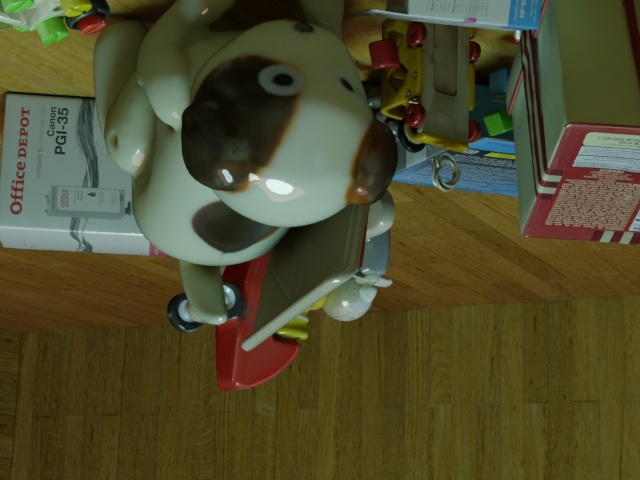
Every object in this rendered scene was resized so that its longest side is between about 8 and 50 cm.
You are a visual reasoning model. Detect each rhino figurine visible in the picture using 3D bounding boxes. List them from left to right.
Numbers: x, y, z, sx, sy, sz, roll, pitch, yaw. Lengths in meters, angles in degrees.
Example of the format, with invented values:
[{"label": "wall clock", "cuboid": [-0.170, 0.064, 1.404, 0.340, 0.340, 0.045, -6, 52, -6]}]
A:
[{"label": "rhino figurine", "cuboid": [0.088, -0.162, 1.760, 0.106, 0.073, 0.243, 3, -168, -19]}]

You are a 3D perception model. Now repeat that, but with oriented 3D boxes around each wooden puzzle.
[{"label": "wooden puzzle", "cuboid": [0.000, 0.000, 1.570, 0.044, 0.238, 0.221, 30, 141, -19]}]

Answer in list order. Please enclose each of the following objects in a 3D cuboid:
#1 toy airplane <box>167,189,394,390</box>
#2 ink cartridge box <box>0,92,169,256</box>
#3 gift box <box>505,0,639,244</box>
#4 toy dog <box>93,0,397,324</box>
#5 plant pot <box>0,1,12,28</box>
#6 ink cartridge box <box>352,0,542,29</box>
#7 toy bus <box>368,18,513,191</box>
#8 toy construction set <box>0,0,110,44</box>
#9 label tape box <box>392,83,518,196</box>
[{"label": "toy airplane", "cuboid": [-0.031, 0.014, 2.032, 0.272, 0.384, 0.386, 31, -161, -21]}, {"label": "ink cartridge box", "cuboid": [-0.320, -0.091, 1.958, 0.283, 0.207, 0.117, 3, 166, -8]}, {"label": "gift box", "cuboid": [0.351, -0.170, 1.475, 0.255, 0.258, 0.276, 5, 147, -8]}, {"label": "toy dog", "cuboid": [-0.092, -0.114, 1.485, 0.284, 0.395, 0.408, 17, 171, -21]}, {"label": "plant pot", "cuboid": [-0.381, -0.267, 1.527, 0.079, 0.083, 0.083, -8, 171, -21]}, {"label": "ink cartridge box", "cuboid": [0.133, -0.261, 1.436, 0.181, 0.061, 0.104, 4, -173, -12]}, {"label": "toy bus", "cuboid": [0.123, -0.174, 1.614, 0.202, 0.191, 0.104, -43, -164, -34]}, {"label": "toy construction set", "cuboid": [-0.293, -0.268, 1.326, 0.215, 0.151, 0.328, -19, -171, -36]}, {"label": "label tape box", "cuboid": [0.259, -0.143, 1.840, 0.240, 0.106, 0.334, 6, 171, -19]}]
